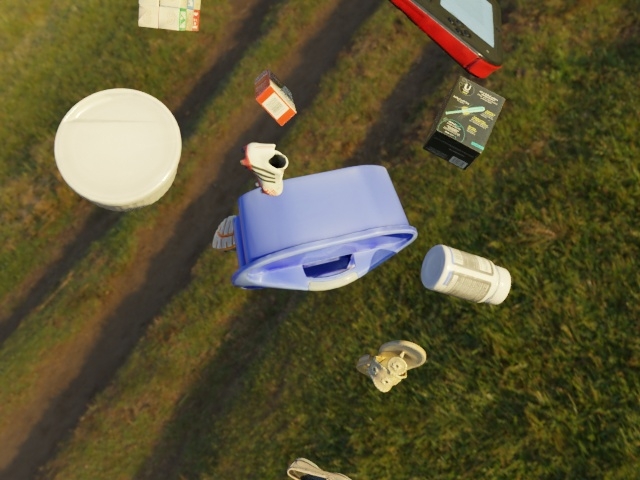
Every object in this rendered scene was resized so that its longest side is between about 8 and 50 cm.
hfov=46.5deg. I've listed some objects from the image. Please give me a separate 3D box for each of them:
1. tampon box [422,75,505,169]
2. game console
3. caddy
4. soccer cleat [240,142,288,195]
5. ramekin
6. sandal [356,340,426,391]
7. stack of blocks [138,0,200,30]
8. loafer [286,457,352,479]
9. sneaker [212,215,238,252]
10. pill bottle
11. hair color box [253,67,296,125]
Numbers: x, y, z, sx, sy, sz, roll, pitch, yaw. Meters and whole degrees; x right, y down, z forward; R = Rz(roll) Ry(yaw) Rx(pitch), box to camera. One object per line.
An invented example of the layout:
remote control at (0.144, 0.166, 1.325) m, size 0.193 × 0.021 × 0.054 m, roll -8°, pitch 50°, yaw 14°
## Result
tampon box at (0.329, -0.270, 1.719) m, size 0.161 × 0.120 × 0.101 m, roll -63°, pitch 2°, yaw -21°
game console at (0.250, -0.527, 1.571) m, size 0.060 × 0.342 × 0.386 m, roll -40°, pitch 22°, yaw 34°
caddy at (0.000, 0.000, 1.321) m, size 0.341 × 0.241 × 0.179 m, roll -12°, pitch 76°, yaw -14°
soccer cleat at (-0.043, -0.063, 0.668) m, size 0.036 × 0.083 × 0.029 m, roll -6°, pitch 66°, yaw 15°
ramekin at (-0.439, -0.189, 1.654) m, size 0.273 × 0.127 × 0.273 m, roll 1°, pitch 73°, yaw -4°
sandal at (0.130, 0.263, 1.467) m, size 0.240 × 0.088 × 0.079 m, roll -40°, pitch 26°, yaw 63°
stack of blocks at (-0.297, -0.569, 1.466) m, size 0.087 × 0.297 × 0.171 m, roll 9°, pitch 16°, yaw 8°
loafer at (0.003, 0.395, 1.210) m, size 0.125 × 0.039 × 0.045 m, roll 19°, pitch 102°, yaw 23°
sneaker at (-0.145, -0.011, 1.606) m, size 0.215 × 0.083 × 0.084 m, roll -13°, pitch 55°, yaw 34°
pill bottle at (0.245, 0.061, 1.251) m, size 0.078 × 0.137 × 0.078 m, roll -49°, pitch 32°, yaw 45°
hair color box at (-0.112, -0.352, 1.813) m, size 0.053 × 0.093 × 0.167 m, roll -40°, pitch 25°, yaw 12°
